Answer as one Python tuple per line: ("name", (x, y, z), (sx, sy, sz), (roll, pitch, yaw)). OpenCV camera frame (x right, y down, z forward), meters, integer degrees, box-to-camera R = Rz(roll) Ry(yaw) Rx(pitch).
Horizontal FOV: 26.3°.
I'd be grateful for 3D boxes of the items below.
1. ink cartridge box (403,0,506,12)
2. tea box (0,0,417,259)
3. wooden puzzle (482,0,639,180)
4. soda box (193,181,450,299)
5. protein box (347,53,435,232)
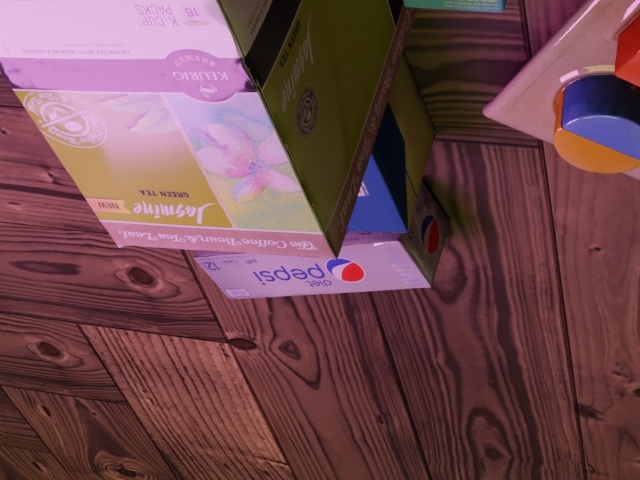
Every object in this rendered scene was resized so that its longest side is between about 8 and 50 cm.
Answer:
("ink cartridge box", (0.113, -0.273, 1.135), (0.090, 0.092, 0.143), (8, 147, 16))
("tea box", (-0.081, -0.208, 1.110), (0.220, 0.329, 0.323), (3, 144, 23))
("wooden puzzle", (0.354, -0.114, 1.218), (0.322, 0.080, 0.348), (20, 153, -14))
("soda box", (0.000, 0.000, 1.599), (0.286, 0.098, 0.091), (-5, 140, 32))
("protein box", (-0.016, -0.120, 1.390), (0.201, 0.136, 0.200), (2, 144, 25))
